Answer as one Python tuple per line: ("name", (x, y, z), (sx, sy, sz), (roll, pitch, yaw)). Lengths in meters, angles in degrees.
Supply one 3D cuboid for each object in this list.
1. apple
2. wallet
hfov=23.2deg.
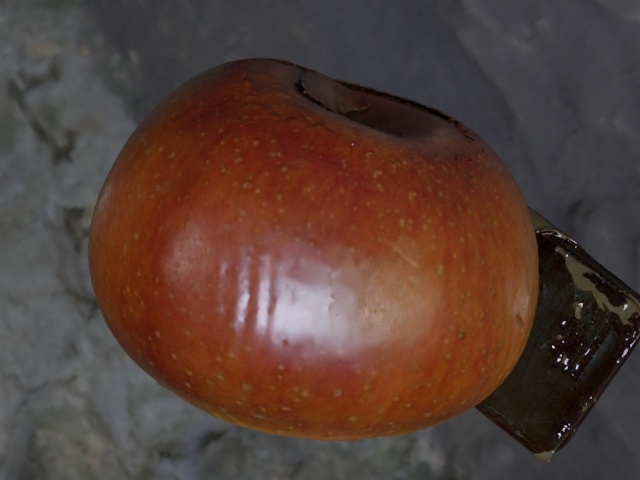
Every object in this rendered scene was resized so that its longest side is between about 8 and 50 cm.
("apple", (0.000, 0.000, 0.817), (0.210, 0.234, 0.173), (-133, 49, -57))
("wallet", (0.078, 0.019, 0.936), (0.232, 0.122, 0.031), (38, -162, 21))
